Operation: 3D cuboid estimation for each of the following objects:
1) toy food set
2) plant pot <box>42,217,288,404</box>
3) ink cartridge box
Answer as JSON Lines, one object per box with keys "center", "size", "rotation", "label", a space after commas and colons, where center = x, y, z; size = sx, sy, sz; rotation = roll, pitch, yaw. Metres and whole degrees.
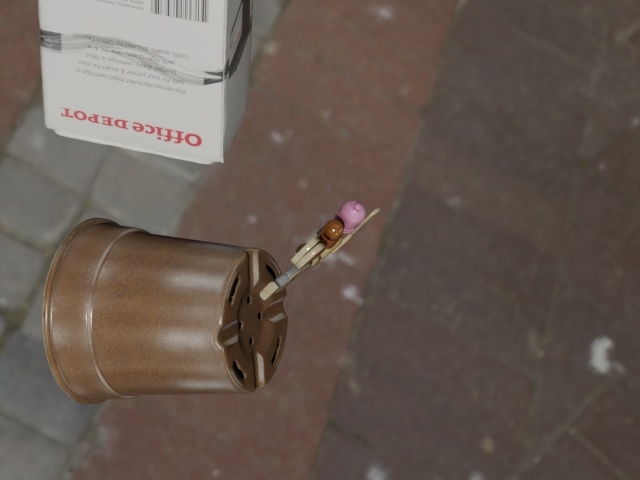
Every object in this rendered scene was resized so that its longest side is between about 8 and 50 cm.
{"center": [0.000, 0.000, 1.343], "size": [0.019, 0.078, 0.122], "rotation": [49, 26, 5], "label": "toy food set"}
{"center": [-0.127, 0.064, 1.567], "size": [0.165, 0.167, 0.167], "rotation": [2, 32, 26], "label": "plant pot"}
{"center": [-0.197, -0.261, 2.055], "size": [0.223, 0.307, 0.129], "rotation": [12, 39, 9], "label": "ink cartridge box"}
